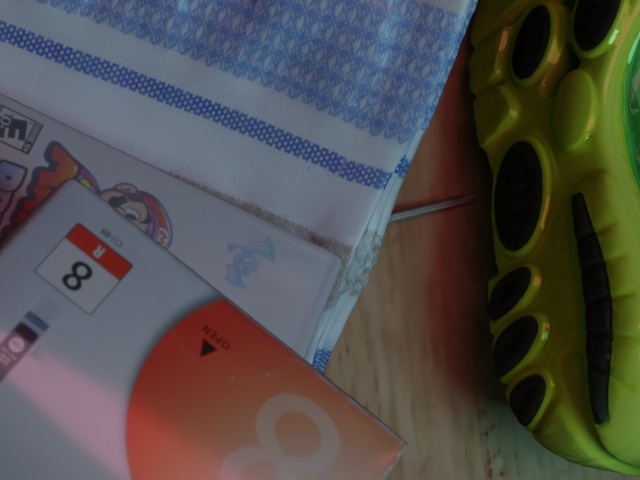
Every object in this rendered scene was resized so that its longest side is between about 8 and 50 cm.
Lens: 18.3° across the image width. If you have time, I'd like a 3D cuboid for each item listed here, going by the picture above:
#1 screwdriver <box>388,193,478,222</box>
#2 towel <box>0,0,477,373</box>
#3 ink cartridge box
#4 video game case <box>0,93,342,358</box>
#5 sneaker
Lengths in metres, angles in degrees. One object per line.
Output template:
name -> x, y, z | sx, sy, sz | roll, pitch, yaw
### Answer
screwdriver -> 0.000, 0.000, 0.834 | 0.170, 0.024, 0.025 | -9, 49, -28
towel -> -0.058, -0.064, 0.723 | 0.209, 0.034, 0.285 | 21, 103, -8
ink cartridge box -> -0.080, 0.087, 0.621 | 0.145, 0.045, 0.179 | 39, 59, 1
video game case -> -0.083, 0.041, 0.675 | 0.143, 0.019, 0.157 | 26, 62, -6
sneaker -> 0.137, -0.037, 0.874 | 0.123, 0.109, 0.295 | 24, 62, -41
